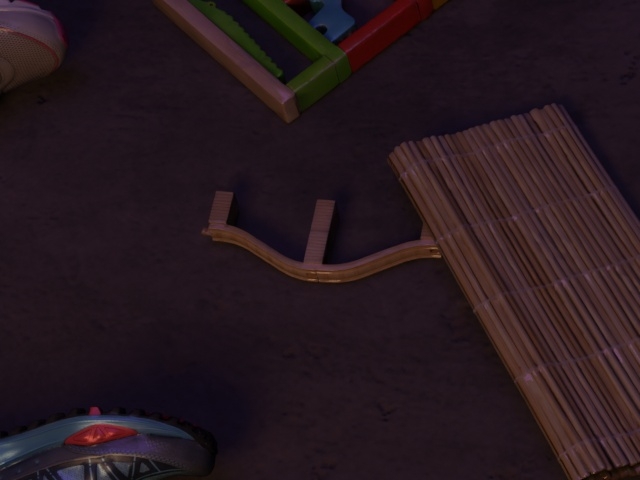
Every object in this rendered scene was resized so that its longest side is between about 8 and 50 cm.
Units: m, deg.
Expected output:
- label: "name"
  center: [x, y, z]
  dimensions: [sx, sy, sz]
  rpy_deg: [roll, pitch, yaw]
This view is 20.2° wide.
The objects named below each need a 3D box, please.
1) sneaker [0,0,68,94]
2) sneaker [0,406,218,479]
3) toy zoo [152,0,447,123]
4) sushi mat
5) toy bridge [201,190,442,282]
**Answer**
- label: "sneaker"
  center: [-0.320, -0.111, 1.469]
  dimensions: [0.252, 0.103, 0.111]
  rpy_deg: [-21, 59, 5]
- label: "sneaker"
  center: [-0.192, 0.195, 1.252]
  dimensions: [0.261, 0.104, 0.125]
  rpy_deg: [-14, 73, 7]
- label: "toy zoo"
  center: [0.023, -0.244, 1.519]
  dimensions: [0.293, 0.030, 0.192]
  rpy_deg: [-38, 58, -13]
- label: "sushi mat"
  center: [0.180, 0.030, 1.298]
  dimensions: [0.151, 0.019, 0.317]
  rpy_deg: [-17, 55, -16]
- label: "toy bridge"
  center: [0.000, 0.000, 1.366]
  dimensions: [0.188, 0.026, 0.063]
  rpy_deg: [4, 59, 13]
